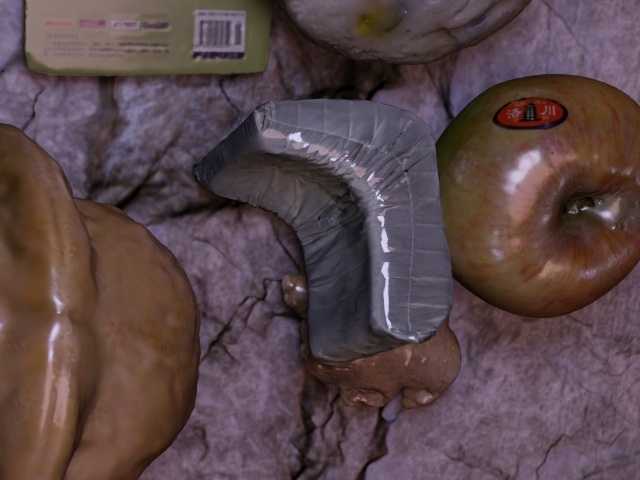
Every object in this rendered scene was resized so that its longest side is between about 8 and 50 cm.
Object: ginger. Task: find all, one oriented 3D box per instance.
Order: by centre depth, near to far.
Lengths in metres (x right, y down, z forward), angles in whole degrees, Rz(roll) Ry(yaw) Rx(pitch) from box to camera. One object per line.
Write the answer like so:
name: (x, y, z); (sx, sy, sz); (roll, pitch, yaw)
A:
ginger: (0.045, 0.107, 1.293); (0.213, 0.074, 0.137); (18, 81, -27)

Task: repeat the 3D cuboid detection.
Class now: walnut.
walnut: (-0.274, 0.089, 1.008); (0.384, 0.383, 0.383); (-6, 107, -19)

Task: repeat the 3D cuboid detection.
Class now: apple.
apple: (0.223, -0.047, 1.249); (0.261, 0.194, 0.260); (-7, 108, -21)

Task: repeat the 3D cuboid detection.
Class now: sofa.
sofa: (0.000, 0.000, 1.142); (0.176, 0.210, 0.225); (-2, 80, -23)

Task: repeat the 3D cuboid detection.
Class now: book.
book: (-0.149, -0.325, 1.120); (0.239, 0.035, 0.352); (-2, 105, -22)

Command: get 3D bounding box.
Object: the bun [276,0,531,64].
bun: (0.101, -0.329, 1.103); (0.365, 0.219, 0.365); (-8, 109, -23)
